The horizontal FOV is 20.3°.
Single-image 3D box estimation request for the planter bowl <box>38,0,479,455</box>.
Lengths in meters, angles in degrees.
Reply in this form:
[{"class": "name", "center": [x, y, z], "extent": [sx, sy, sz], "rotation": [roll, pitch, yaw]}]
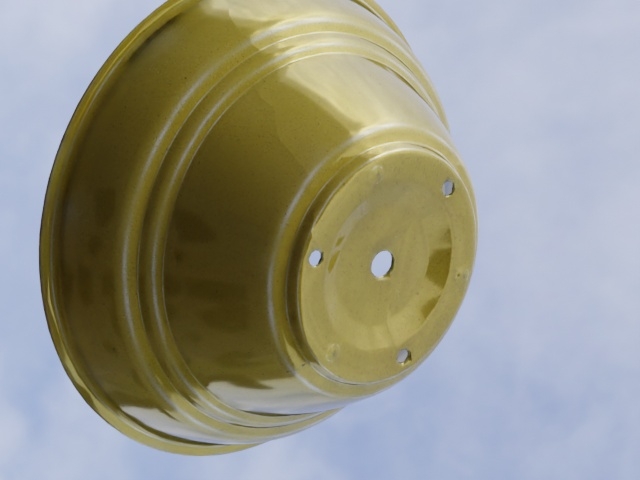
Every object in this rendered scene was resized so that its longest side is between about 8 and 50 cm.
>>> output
[{"class": "planter bowl", "center": [0.000, 0.000, 0.736], "extent": [0.090, 0.217, 0.217], "rotation": [21, -71, 45]}]
